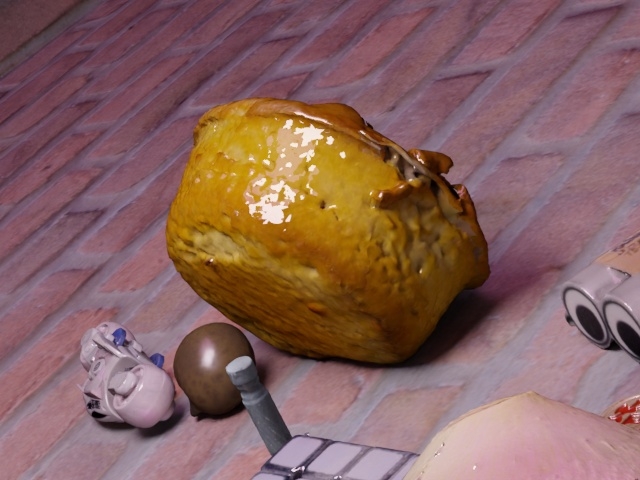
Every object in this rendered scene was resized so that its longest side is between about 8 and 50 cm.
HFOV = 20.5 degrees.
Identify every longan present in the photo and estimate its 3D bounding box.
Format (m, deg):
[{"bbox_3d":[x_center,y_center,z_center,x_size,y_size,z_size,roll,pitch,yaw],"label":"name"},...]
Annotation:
[{"bbox_3d":[-0.121,0.148,2.005,0.113,0.092,0.113,-29,51,43],"label":"longan"}]

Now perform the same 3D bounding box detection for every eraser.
[{"bbox_3d":[0.394,0.006,1.771,0.290,0.087,0.171,-32,20,-17],"label":"eraser"}]

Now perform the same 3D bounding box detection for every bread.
[{"bbox_3d":[0.001,0.000,1.940,0.358,0.337,0.204,-1,56,49],"label":"bread"}]

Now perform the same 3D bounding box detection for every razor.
[{"bbox_3d":[-0.028,0.204,1.586,0.106,0.232,0.068,-25,25,4],"label":"razor"}]

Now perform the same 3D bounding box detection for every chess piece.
[{"bbox_3d":[0.286,0.171,1.578,0.083,0.038,0.084,-22,20,9],"label":"chess piece"}]

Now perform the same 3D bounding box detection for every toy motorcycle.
[{"bbox_3d":[-0.239,0.169,2.100,0.112,0.112,0.254,-30,21,-10],"label":"toy motorcycle"}]

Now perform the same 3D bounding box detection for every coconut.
[{"bbox_3d":[0.139,0.217,1.091,0.233,0.245,0.233,-13,-12,-3],"label":"coconut"}]

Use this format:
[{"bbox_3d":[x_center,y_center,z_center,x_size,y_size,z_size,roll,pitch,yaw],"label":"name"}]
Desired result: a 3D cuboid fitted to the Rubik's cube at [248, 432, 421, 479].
[{"bbox_3d":[0.027,0.309,1.288,0.238,0.237,0.237,0,34,49],"label":"Rubik's cube"}]
